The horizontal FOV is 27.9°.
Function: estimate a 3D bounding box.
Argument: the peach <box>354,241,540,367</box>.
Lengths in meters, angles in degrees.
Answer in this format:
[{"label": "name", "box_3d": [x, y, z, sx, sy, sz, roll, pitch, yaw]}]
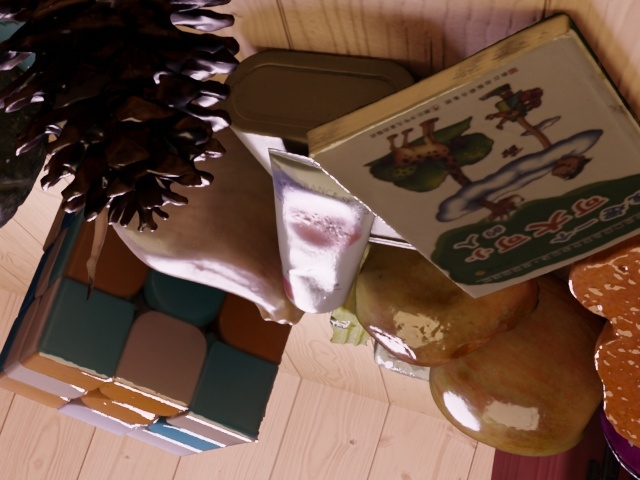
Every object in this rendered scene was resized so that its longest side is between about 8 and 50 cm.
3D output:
[{"label": "peach", "box_3d": [0.158, 0.056, 1.626, 0.235, 0.214, 0.214, 8, 164, 12]}]

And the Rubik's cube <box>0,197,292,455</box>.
[{"label": "Rubik's cube", "box_3d": [-0.246, 0.096, 1.912, 0.344, 0.347, 0.347, 26, 157, -18]}]

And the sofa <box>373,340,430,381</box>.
[{"label": "sofa", "box_3d": [0.201, 0.122, 2.077, 0.210, 0.176, 0.225, 16, -166, 8]}]

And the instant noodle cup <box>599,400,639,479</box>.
[{"label": "instant noodle cup", "box_3d": [0.543, 0.233, 1.791, 0.251, 0.251, 0.190, 5, 171, 42]}]

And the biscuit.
[{"label": "biscuit", "box_3d": [0.487, 0.146, 1.496, 0.349, 0.078, 0.455, 7, 135, 34]}]

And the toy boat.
[{"label": "toy boat", "box_3d": [0.059, 0.109, 2.132, 0.084, 0.111, 0.276, 12, 162, 4]}]

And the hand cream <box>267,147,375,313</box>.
[{"label": "hand cream", "box_3d": [0.000, 0.000, 1.415, 0.124, 0.078, 0.341, 18, 156, 7]}]

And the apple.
[{"label": "apple", "box_3d": [0.283, 0.168, 1.775, 0.234, 0.257, 0.257, 25, 167, 12]}]

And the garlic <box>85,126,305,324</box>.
[{"label": "garlic", "box_3d": [-0.159, -0.042, 1.586, 0.340, 0.246, 0.231, 10, -174, -40]}]

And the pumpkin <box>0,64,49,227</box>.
[{"label": "pumpkin", "box_3d": [-0.469, -0.135, 1.518, 0.257, 0.292, 0.327, 3, -169, -46]}]

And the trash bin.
[{"label": "trash bin", "box_3d": [0.042, -0.094, 1.380, 0.243, 0.121, 0.247, 11, 162, 28]}]

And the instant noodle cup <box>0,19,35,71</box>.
[{"label": "instant noodle cup", "box_3d": [-0.273, -0.224, 1.364, 0.179, 0.070, 0.157, 6, 160, 41]}]

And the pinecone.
[{"label": "pinecone", "box_3d": [-0.177, -0.151, 1.112, 0.246, 0.292, 0.246, -13, 176, -1]}]

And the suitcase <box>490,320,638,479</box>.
[{"label": "suitcase", "box_3d": [0.390, 0.271, 1.966, 0.161, 0.297, 0.236, 16, 168, -25]}]

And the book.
[{"label": "book", "box_3d": [0.185, -0.063, 1.242, 0.260, 0.043, 0.371, -23, 148, 22]}]
